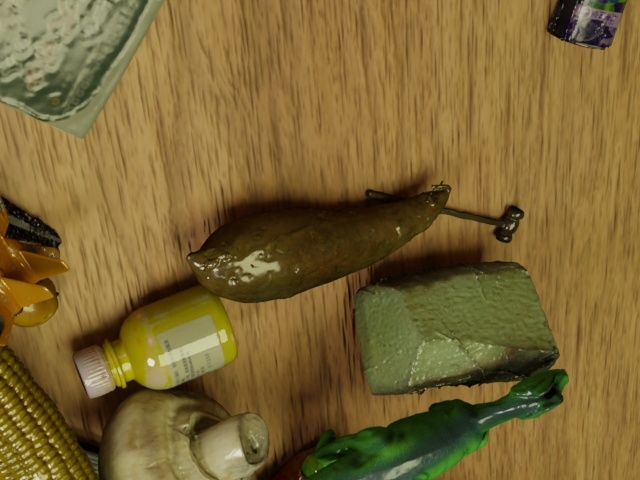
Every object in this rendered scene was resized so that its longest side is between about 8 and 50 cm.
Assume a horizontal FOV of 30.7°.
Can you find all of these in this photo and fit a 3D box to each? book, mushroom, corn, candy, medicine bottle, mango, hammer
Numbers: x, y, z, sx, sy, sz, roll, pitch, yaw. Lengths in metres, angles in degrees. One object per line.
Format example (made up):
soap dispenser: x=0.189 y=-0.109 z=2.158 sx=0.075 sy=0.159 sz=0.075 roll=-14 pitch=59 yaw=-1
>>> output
book: x=-0.370 y=-0.296 z=1.332 sx=0.371 sy=0.043 sz=0.260 roll=24 pitch=104 yaw=-36
mushroom: x=-0.179 y=0.307 z=1.651 sx=0.234 sy=0.260 sz=0.254 roll=-34 pitch=116 yaw=22
corn: x=-0.388 y=0.278 z=1.530 sx=0.131 sy=0.131 sz=0.344 roll=-33 pitch=97 yaw=-7
candy: x=0.422 y=-0.429 z=1.667 sx=0.088 sy=0.061 sz=0.312 roll=5 pitch=115 yaw=-28
medicine bottle: x=-0.233 y=0.151 z=1.621 sx=0.213 sy=0.122 sz=0.121 roll=-21 pitch=126 yaw=-15
mango: x=-0.399 y=0.073 z=1.524 sx=0.114 sy=0.060 sz=0.080 roll=16 pitch=107 yaw=-30
hammer: x=0.193 y=-0.048 z=1.797 sx=0.292 sy=0.029 sz=0.058 roll=11 pitch=110 yaw=-31

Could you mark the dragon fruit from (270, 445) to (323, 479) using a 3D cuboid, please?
dragon fruit: x=0.008 y=0.449 z=1.913 sx=0.269 sy=0.130 sz=0.295 roll=-15 pitch=118 yaw=-18

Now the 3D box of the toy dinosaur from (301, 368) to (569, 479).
toy dinosaur: x=0.120 y=0.325 z=1.640 sx=0.375 sy=0.143 sz=0.500 roll=-24 pitch=180 yaw=33

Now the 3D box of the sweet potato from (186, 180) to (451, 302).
sweet potato: x=0.001 y=0.003 z=1.660 sx=0.423 sy=0.130 sz=0.130 roll=-13 pitch=123 yaw=-26

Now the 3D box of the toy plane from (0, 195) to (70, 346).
toy plane: x=-0.447 y=-0.035 z=1.406 sx=0.103 sy=0.204 sz=0.316 roll=-23 pitch=120 yaw=34

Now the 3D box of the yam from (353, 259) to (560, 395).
yam: x=0.190 y=0.144 z=1.800 sx=0.271 sy=0.202 sz=0.201 roll=-4 pitch=160 yaw=-34

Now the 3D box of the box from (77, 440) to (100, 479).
box: x=-0.351 y=0.362 z=1.739 sx=0.177 sy=0.036 sz=0.115 roll=28 pitch=103 yaw=-38
